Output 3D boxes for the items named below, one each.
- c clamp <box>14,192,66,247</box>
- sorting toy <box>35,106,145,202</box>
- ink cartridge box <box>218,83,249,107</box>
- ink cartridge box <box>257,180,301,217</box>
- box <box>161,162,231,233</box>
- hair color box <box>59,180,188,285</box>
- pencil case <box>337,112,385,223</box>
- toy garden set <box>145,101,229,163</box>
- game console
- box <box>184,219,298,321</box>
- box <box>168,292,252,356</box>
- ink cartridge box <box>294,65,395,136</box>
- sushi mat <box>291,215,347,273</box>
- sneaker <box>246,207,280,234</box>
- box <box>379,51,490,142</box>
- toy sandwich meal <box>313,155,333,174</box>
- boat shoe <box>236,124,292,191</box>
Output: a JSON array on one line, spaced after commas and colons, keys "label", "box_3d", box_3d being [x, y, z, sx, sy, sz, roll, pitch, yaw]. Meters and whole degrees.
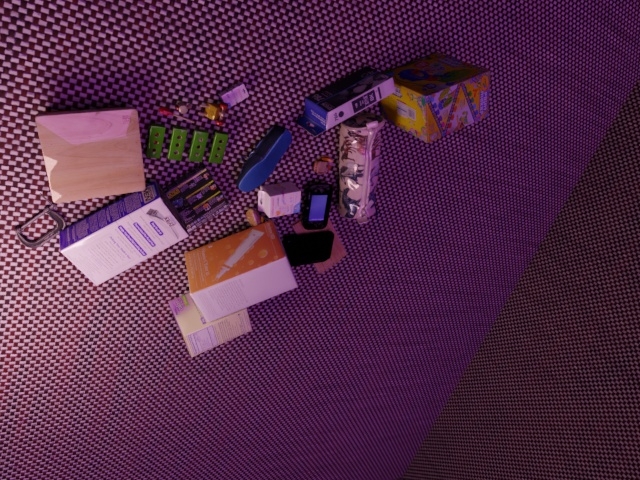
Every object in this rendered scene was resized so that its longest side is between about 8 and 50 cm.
[{"label": "c clamp", "box_3d": [-0.846, -0.052, 1.548, 0.160, 0.022, 0.137, -42, 139, -3]}, {"label": "sorting toy", "box_3d": [-0.655, -0.258, 1.483, 0.256, 0.089, 0.256, -13, 126, -27]}, {"label": "ink cartridge box", "box_3d": [-0.274, -0.461, 1.636, 0.083, 0.028, 0.048, -33, 134, -10]}, {"label": "ink cartridge box", "box_3d": [-0.156, -0.148, 1.887, 0.143, 0.090, 0.092, -14, 127, -26]}, {"label": "box", "box_3d": [-0.427, -0.137, 1.749, 0.190, 0.045, 0.184, -35, 131, -7]}, {"label": "hair color box", "box_3d": [-0.615, -0.021, 1.628, 0.338, 0.110, 0.185, -28, 136, -3]}, {"label": "pencil case", "box_3d": [0.151, -0.275, 1.941, 0.159, 0.183, 0.411, -15, 126, -24]}, {"label": "toy garden set", "box_3d": [-0.408, -0.348, 1.607, 0.244, 0.049, 0.204, 0, 127, -32]}, {"label": "game console", "box_3d": [-0.036, -0.060, 2.033, 0.213, 0.044, 0.362, -8, 124, -27]}, {"label": "box", "box_3d": [-0.284, 0.106, 1.840, 0.345, 0.215, 0.168, -21, 134, -4]}, {"label": "box", "box_3d": [-0.411, 0.281, 1.926, 0.242, 0.213, 0.118, -22, 129, -20]}, {"label": "ink cartridge box", "box_3d": [0.074, -0.480, 1.761, 0.332, 0.165, 0.065, -33, 133, -12]}, {"label": "sushi mat", "box_3d": [0.000, 0.000, 2.139, 0.151, 0.019, 0.317, -35, 133, -7]}, {"label": "sneaker", "box_3d": [-0.212, -0.066, 1.929, 0.083, 0.069, 0.186, -39, 140, -17]}, {"label": "box", "box_3d": [0.404, -0.523, 1.863, 0.279, 0.290, 0.177, -25, 130, -18]}, {"label": "toy sandwich meal", "box_3d": [0.012, -0.282, 1.947, 0.085, 0.029, 0.086, -17, 128, -23]}, {"label": "boat shoe", "box_3d": [-0.200, -0.280, 1.775, 0.258, 0.089, 0.109, -48, 147, -4]}]
